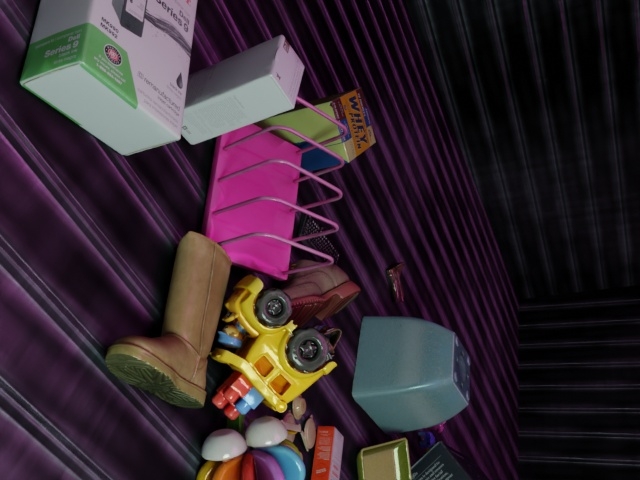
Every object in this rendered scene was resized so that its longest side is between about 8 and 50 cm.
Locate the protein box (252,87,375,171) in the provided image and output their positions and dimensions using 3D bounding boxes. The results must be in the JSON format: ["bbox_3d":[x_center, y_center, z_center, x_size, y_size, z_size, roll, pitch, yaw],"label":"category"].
[{"bbox_3d":[-0.010,-0.243,1.491,0.201,0.200,0.136,-44,121,-60],"label":"protein box"}]

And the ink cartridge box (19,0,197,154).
[{"bbox_3d":[-0.307,-0.312,1.003,0.211,0.122,0.289,38,47,-54],"label":"ink cartridge box"}]

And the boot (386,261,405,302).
[{"bbox_3d":[0.245,0.131,2.055,0.106,0.037,0.114,-27,102,-50],"label":"boot"}]

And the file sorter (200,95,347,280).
[{"bbox_3d":[-0.075,-0.099,1.240,0.202,0.182,0.290,22,65,-40],"label":"file sorter"}]

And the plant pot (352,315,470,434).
[{"bbox_3d":[0.259,0.352,1.757,0.248,0.252,0.247,54,36,-41],"label":"plant pot"}]

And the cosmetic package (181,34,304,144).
[{"bbox_3d":[-0.150,-0.265,1.176,0.085,0.231,0.117,50,39,-41],"label":"cosmetic package"}]

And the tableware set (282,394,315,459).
[{"bbox_3d":[-0.048,0.399,1.376,0.168,0.020,0.141,-50,131,-64],"label":"tableware set"}]

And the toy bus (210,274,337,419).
[{"bbox_3d":[-0.117,0.200,1.159,0.211,0.149,0.220,-42,100,-17],"label":"toy bus"}]

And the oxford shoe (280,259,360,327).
[{"bbox_3d":[-0.053,0.114,1.415,0.130,0.123,0.348,53,26,17],"label":"oxford shoe"}]

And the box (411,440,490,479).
[{"bbox_3d":[0.408,0.768,1.732,0.395,0.212,0.293,49,5,39],"label":"box"}]

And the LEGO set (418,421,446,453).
[{"bbox_3d":[0.367,0.660,2.040,0.087,0.093,0.227,6,76,-63],"label":"LEGO set"}]

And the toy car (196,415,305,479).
[{"bbox_3d":[-0.105,0.389,1.085,0.182,0.136,0.159,-10,94,-27],"label":"toy car"}]

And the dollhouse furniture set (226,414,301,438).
[{"bbox_3d":[-0.106,0.362,1.217,0.152,0.076,0.058,29,52,-45],"label":"dollhouse furniture set"}]

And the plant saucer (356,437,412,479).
[{"bbox_3d":[0.155,0.602,1.648,0.188,0.045,0.188,5,75,-46],"label":"plant saucer"}]

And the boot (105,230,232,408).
[{"bbox_3d":[-0.232,0.105,1.050,0.236,0.089,0.269,63,29,-56],"label":"boot"}]

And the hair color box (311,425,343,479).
[{"bbox_3d":[0.015,0.486,1.440,0.072,0.043,0.141,61,30,-49],"label":"hair color box"}]

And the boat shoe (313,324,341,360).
[{"bbox_3d":[-0.005,0.241,1.472,0.066,0.066,0.183,69,28,-20],"label":"boat shoe"}]

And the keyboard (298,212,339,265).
[{"bbox_3d":[0.000,0.000,1.625,0.180,0.023,0.108,54,36,-43],"label":"keyboard"}]
